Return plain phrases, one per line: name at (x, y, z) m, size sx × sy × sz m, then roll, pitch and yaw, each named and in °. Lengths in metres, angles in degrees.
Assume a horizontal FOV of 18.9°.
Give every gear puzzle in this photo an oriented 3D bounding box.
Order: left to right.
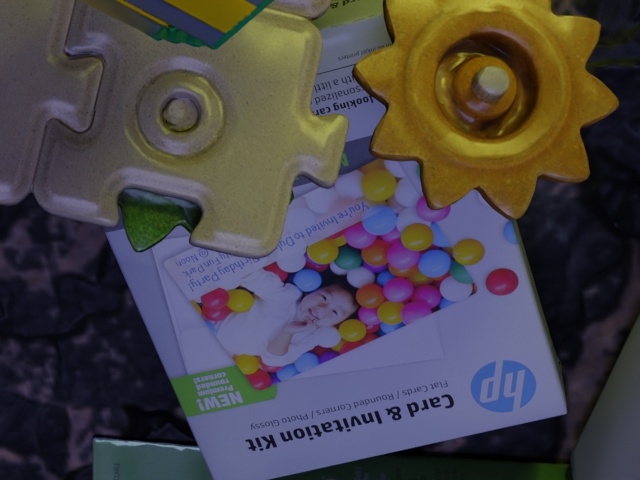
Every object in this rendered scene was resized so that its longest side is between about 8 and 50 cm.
gear puzzle at (-0.068, -0.086, 0.619) m, size 0.339 × 0.044 × 0.175 m, roll 12°, pitch 81°, yaw -5°

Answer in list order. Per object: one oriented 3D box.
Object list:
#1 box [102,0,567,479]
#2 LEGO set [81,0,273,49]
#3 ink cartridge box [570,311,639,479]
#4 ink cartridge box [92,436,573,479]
box at (0.000, 0.000, 0.715) m, size 0.145 × 0.038 × 0.186 m, roll -13°, pitch 123°, yaw 10°
LEGO set at (-0.031, -0.220, 0.440) m, size 0.331 × 0.255 × 0.192 m, roll -30°, pitch 145°, yaw 31°
ink cartridge box at (0.232, 0.035, 0.685) m, size 0.198 × 0.115 × 0.273 m, roll 15°, pitch 122°, yaw -8°
ink cartridge box at (0.006, 0.146, 0.795) m, size 0.209 × 0.062 × 0.109 m, roll 4°, pitch 124°, yaw 0°
